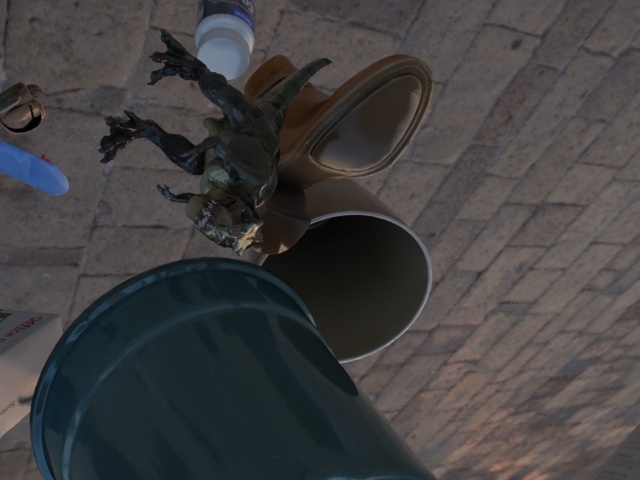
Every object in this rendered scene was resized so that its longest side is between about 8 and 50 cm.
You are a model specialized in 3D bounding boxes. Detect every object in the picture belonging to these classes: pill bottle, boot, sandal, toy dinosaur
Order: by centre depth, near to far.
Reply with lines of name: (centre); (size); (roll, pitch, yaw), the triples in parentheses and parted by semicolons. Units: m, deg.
toy dinosaur: (-0.070, -0.079, 0.443); (0.118, 0.268, 0.064); (20, 128, -4)
boot: (-0.009, -0.144, 0.748); (0.109, 0.220, 0.283); (17, 130, -32)
pill bottle: (-0.124, -0.280, 0.864); (0.078, 0.137, 0.078); (-2, 144, -1)
sandal: (-0.464, -0.201, 1.030); (0.090, 0.219, 0.060); (-40, 107, -11)

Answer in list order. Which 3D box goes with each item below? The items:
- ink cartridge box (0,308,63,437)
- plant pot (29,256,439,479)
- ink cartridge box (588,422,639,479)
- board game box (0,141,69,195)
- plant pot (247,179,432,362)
ink cartridge box: (-0.415, 0.140, 0.734); (0.208, 0.153, 0.087); (3, 108, 11)
plant pot: (-0.067, 0.232, 0.614); (0.341, 0.334, 0.341); (-11, 114, -27)
ink cartridge box: (0.411, 0.110, 0.505); (0.385, 0.091, 0.308); (-41, 171, -11)
board game box: (-0.592, -0.158, 1.355); (0.168, 0.033, 0.133); (25, 149, -14)
plant pot: (0.000, 0.000, 0.995); (0.256, 0.274, 0.257); (-7, 123, -10)
